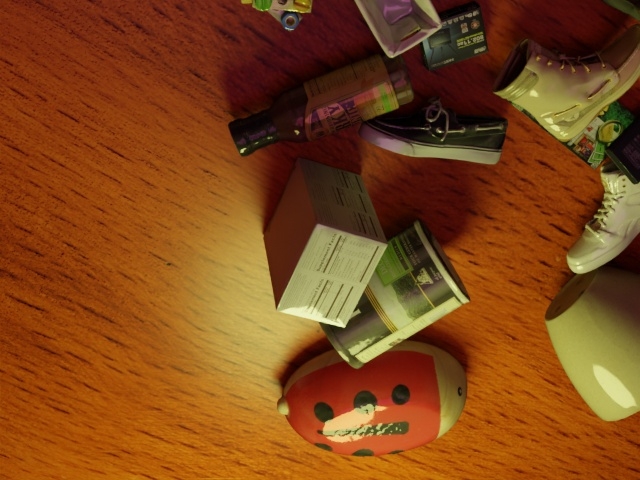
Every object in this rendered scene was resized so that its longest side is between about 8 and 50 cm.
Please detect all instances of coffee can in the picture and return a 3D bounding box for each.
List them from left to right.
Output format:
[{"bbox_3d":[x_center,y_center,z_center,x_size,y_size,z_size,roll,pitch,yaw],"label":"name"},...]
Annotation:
[{"bbox_3d":[0.142,0.111,1.848,0.275,0.201,0.201,-33,121,10],"label":"coffee can"}]

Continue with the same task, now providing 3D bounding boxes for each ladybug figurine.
[{"bbox_3d":[0.127,0.378,2.036,0.449,0.162,0.305,-6,123,-6],"label":"ladybug figurine"}]

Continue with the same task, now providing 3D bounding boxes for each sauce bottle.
[{"bbox_3d":[0.000,-0.247,1.654,0.344,0.111,0.111,-21,123,5],"label":"sauce bottle"}]

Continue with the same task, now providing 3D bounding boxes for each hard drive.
[{"bbox_3d":[0.646,-0.192,1.782,0.135,0.022,0.094,-44,97,-10],"label":"hard drive"}]

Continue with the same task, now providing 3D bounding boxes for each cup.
[{"bbox_3d":[0.636,0.189,1.943,0.237,0.331,0.331,41,110,-1],"label":"cup"}]

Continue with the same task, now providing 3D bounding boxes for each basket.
[{"bbox_3d":[0.121,-0.428,1.563,0.113,0.103,0.167,-30,123,9],"label":"basket"}]

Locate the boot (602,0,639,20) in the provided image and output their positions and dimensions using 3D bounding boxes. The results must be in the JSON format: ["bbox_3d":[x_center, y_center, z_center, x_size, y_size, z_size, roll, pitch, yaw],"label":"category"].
[{"bbox_3d":[0.609,-0.405,1.596,0.190,0.208,0.076,24,105,-16],"label":"boot"}]

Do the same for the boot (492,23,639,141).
[{"bbox_3d":[0.469,-0.330,1.656,0.203,0.095,0.262,28,121,-23],"label":"boot"}]

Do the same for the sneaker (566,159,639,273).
[{"bbox_3d":[0.607,-0.076,1.873,0.292,0.108,0.169,-42,118,6],"label":"sneaker"}]

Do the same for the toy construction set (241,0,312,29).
[{"bbox_3d":[-0.155,-0.479,1.470,0.328,0.151,0.215,6,122,-26],"label":"toy construction set"}]

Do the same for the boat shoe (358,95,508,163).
[{"bbox_3d":[0.223,-0.218,1.709,0.306,0.113,0.105,7,114,-17],"label":"boat shoe"}]

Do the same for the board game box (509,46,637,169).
[{"bbox_3d":[0.510,-0.260,1.780,0.260,0.030,0.136,31,110,-25],"label":"board game box"}]

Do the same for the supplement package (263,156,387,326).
[{"bbox_3d":[0.000,0.000,1.717,0.145,0.262,0.204,16,118,-18],"label":"supplement package"}]

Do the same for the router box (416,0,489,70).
[{"bbox_3d":[0.244,-0.379,1.653,0.122,0.038,0.092,-18,124,2],"label":"router box"}]
